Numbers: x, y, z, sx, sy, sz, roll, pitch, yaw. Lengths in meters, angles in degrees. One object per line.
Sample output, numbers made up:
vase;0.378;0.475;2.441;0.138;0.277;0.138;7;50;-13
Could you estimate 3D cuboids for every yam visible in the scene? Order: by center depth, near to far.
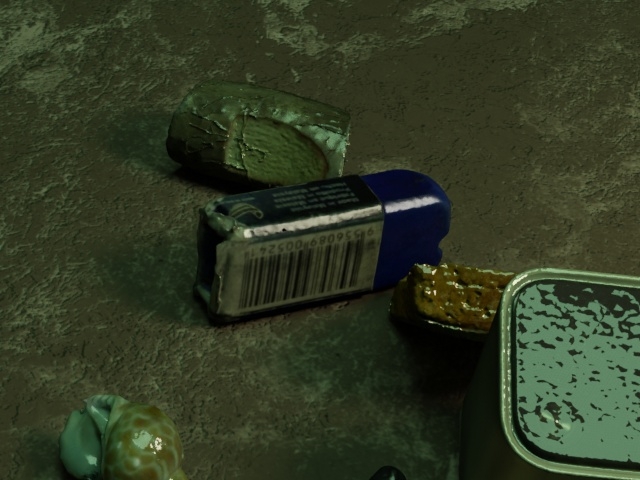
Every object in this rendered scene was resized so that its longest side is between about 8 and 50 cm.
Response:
yam;-0.067;-0.135;2.360;0.254;0.154;0.154;17;38;16

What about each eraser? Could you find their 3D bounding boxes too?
eraser;0.000;0.000;2.188;0.332;0.155;0.101;-12;41;-26

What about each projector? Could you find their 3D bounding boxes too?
projector;0.293;0.202;1.876;0.248;0.249;0.248;6;56;-4

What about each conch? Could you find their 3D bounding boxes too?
conch;-0.207;0.235;1.892;0.173;0.106;0.116;12;57;33

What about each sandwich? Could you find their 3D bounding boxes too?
sandwich;0.205;0.080;2.087;0.226;0.087;0.251;4;-4;-2

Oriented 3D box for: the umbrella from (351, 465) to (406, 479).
umbrella;-0.012;0.340;1.827;0.073;0.067;0.337;38;44;17
